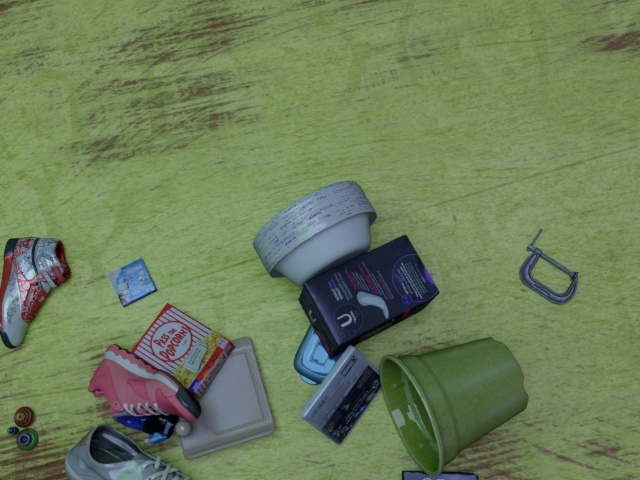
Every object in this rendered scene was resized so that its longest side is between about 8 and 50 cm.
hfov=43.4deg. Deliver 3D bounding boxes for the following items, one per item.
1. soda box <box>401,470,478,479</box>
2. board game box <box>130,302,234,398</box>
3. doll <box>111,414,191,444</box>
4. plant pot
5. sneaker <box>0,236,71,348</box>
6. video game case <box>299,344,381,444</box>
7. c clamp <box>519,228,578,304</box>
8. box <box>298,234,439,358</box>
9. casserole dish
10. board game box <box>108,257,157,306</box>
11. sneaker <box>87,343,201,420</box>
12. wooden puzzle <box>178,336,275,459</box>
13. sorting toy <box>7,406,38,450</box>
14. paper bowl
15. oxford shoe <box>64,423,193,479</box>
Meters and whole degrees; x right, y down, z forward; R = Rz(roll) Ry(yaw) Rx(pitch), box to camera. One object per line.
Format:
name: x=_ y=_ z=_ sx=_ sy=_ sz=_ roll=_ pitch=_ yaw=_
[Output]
soda box: x=0.268 y=0.550 z=1.809 sx=0.169 sy=0.053 sz=0.060 roll=2 pitch=76 yaw=1
board game box: x=-0.321 y=0.255 z=1.876 sx=0.193 sy=0.045 sz=0.147 roll=27 pitch=70 yaw=18
doll: x=-0.379 y=0.403 z=1.840 sx=0.189 sy=0.046 sz=0.129 roll=15 pitch=63 yaw=20
plant pot: x=0.303 y=0.339 z=1.774 sx=0.254 sy=0.276 sz=0.276 roll=-19 pitch=76 yaw=-16
sneaker: x=-0.679 y=0.120 z=1.920 sx=0.145 sy=0.090 sz=0.270 roll=-3 pitch=74 yaw=3
video game case: x=0.055 y=0.351 z=1.814 sx=0.022 sy=0.173 sz=0.190 roll=27 pitch=75 yaw=44
c clamp: x=0.554 y=0.070 z=1.935 sx=0.160 sy=0.022 sz=0.137 roll=40 pitch=80 yaw=10
box: x=0.108 y=0.129 z=1.847 sx=0.270 sy=0.143 sz=0.165 roll=-25 pitch=75 yaw=-17
casserole dish: x=0.011 y=0.251 z=1.899 sx=0.114 sy=0.037 sz=0.188 roll=26 pitch=77 yaw=7
board game box: x=-0.456 y=0.102 z=1.955 sx=0.090 sy=0.020 sz=0.090 roll=-27 pitch=76 yaw=-5
sneaker: x=-0.396 y=0.352 z=1.801 sx=0.314 sy=0.116 sz=0.136 roll=20 pitch=64 yaw=35
wooden puzzle: x=-0.238 y=0.365 z=1.877 sx=0.221 sy=0.044 sz=0.239 roll=-17 pitch=72 yaw=-2
sorting toy: x=-0.694 y=0.437 z=1.867 sx=0.061 sy=0.042 sz=0.102 roll=-11 pitch=77 yaw=-1
paper bowl: x=0.000 y=0.000 z=1.832 sx=0.284 sy=0.284 sz=0.148 roll=-29 pitch=78 yaw=-5
oxford shoe: x=-0.358 y=0.547 z=1.763 sx=0.449 sy=0.169 sz=0.130 roll=28 pitch=107 yaw=11
